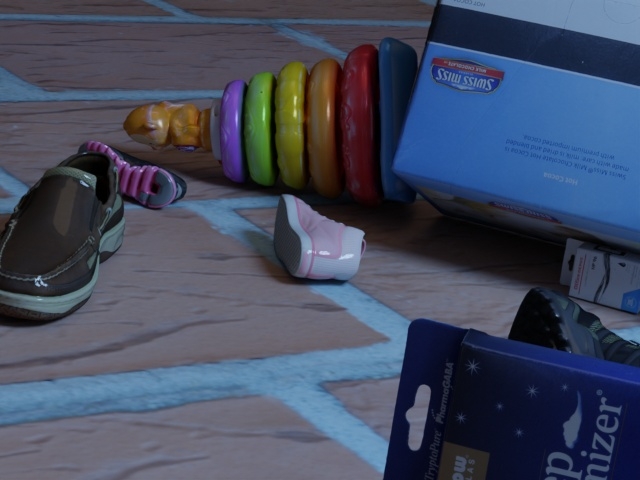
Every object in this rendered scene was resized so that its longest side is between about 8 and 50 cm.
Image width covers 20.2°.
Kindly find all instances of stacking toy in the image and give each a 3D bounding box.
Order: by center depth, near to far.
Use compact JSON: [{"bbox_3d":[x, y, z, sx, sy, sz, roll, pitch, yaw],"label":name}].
[{"bbox_3d":[-0.052,-0.115,1.815,0.301,0.166,0.175,-1,1,5],"label":"stacking toy"}]

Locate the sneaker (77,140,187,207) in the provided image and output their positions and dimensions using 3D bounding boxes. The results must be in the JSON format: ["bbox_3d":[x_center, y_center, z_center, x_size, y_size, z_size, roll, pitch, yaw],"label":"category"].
[{"bbox_3d":[-0.181,-0.063,1.737,0.119,0.047,0.057,24,15,22],"label":"sneaker"}]

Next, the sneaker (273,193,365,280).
[{"bbox_3d":[0.000,0.000,1.607,0.070,0.051,0.134,6,21,-15],"label":"sneaker"}]

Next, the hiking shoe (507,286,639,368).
[{"bbox_3d":[0.217,0.110,1.344,0.114,0.086,0.227,16,19,-23],"label":"hiking shoe"}]

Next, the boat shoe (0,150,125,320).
[{"bbox_3d":[-0.219,-0.015,1.468,0.095,0.095,0.257,9,17,1],"label":"boat shoe"}]

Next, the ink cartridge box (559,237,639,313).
[{"bbox_3d":[0.256,0.031,1.631,0.083,0.048,0.028,15,18,22],"label":"ink cartridge box"}]

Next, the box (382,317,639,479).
[{"bbox_3d":[0.150,0.136,1.103,0.225,0.136,0.036,12,18,13],"label":"box"}]

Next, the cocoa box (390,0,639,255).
[{"bbox_3d":[0.277,-0.107,1.684,0.347,0.228,0.231,15,-5,19],"label":"cocoa box"}]
